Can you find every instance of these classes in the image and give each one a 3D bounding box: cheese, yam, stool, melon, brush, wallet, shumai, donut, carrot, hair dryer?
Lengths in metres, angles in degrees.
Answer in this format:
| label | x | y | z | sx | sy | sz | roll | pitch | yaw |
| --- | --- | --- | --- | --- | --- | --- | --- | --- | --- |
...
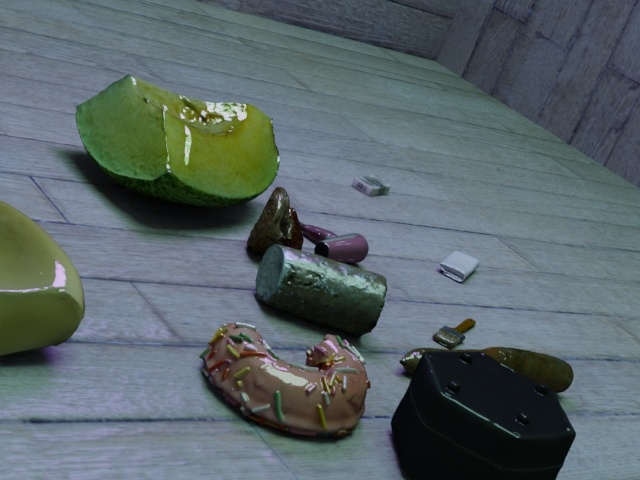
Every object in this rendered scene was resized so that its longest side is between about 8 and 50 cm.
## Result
| label | x | y | z | sx | sy | sz | roll | pitch | yaw |
| --- | --- | --- | --- | --- | --- | --- | --- | --- | --- |
| cheese | -0.449 | 0.027 | 1.497 | 0.259 | 0.128 | 0.316 | 2 | 25 | -41 |
| yam | -0.002 | 0.076 | 1.894 | 0.194 | 0.107 | 0.107 | 19 | 19 | -9 |
| stool | 0.215 | 0.251 | 1.606 | 0.232 | 0.141 | 0.232 | 21 | 19 | -7 |
| melon | -0.225 | -0.169 | 2.168 | 0.331 | 0.226 | 0.343 | 24 | 2 | 44 |
| brush | 0.238 | 0.156 | 2.091 | 0.043 | 0.014 | 0.170 | 28 | 18 | 18 |
| wallet | 0.274 | 0.050 | 2.398 | 0.061 | 0.025 | 0.122 | 29 | 20 | 13 |
| shumai | -0.071 | -0.026 | 2.087 | 0.105 | 0.123 | 0.139 | 25 | 2 | -28 |
| donut | -0.035 | 0.180 | 1.611 | 0.232 | 0.085 | 0.199 | 9 | 24 | -30 |
| carrot | 0.263 | 0.199 | 1.925 | 0.342 | 0.070 | 0.070 | 9 | 23 | -30 |
| hair dryer | 0.003 | -0.001 | 2.222 | 0.106 | 0.054 | 0.154 | -2 | 20 | -42 |

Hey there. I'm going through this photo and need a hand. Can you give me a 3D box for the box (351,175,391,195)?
| label | x | y | z | sx | sy | sz | roll | pitch | yaw |
| --- | --- | --- | --- | --- | --- | --- | --- | --- | --- |
| box | 0.113 | -0.122 | 2.687 | 0.054 | 0.024 | 0.083 | 31 | 20 | 27 |
